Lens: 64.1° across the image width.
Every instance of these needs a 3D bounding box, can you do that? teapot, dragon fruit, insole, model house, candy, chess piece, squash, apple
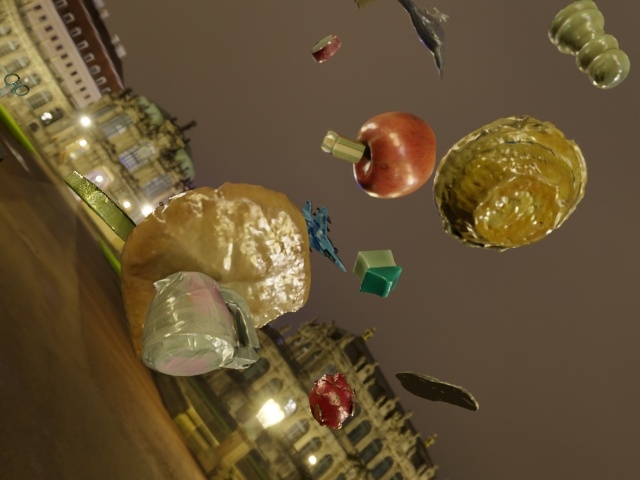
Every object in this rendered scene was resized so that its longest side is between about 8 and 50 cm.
[{"bbox_3d":[-0.220,0.147,0.968,0.163,0.221,0.178,113,-28,-51],"label":"teapot"},{"bbox_3d":[0.028,0.446,1.397,0.136,0.133,0.166,25,-65,13],"label":"dragon fruit"},{"bbox_3d":[0.231,0.304,1.050,0.081,0.011,0.248,54,-24,-11],"label":"insole"},{"bbox_3d":[0.190,0.114,1.660,0.149,0.127,0.101,-113,-154,-46],"label":"model house"},{"bbox_3d":[0.018,-0.623,1.655,0.043,0.103,0.103,45,-11,-31],"label":"candy"},{"bbox_3d":[0.715,-0.503,1.343,0.133,0.133,0.243,86,-10,-59],"label":"chess piece"},{"bbox_3d":[-0.458,-0.055,1.092,0.219,0.041,0.219,37,-19,16],"label":"squash"},{"bbox_3d":[0.320,-0.363,2.175,0.364,0.364,0.364,46,-19,21],"label":"apple"}]

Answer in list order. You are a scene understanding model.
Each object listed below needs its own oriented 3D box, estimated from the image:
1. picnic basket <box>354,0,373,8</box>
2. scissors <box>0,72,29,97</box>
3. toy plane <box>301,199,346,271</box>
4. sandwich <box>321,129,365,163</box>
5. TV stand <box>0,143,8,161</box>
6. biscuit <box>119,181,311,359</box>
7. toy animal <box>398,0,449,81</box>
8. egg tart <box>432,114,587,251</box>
[{"bbox_3d":[0.188,-0.920,1.843,0.079,0.164,0.115,57,20,-31],"label":"picnic basket"},{"bbox_3d":[-0.768,-0.359,1.234,0.014,0.119,0.058,-110,175,-47],"label":"scissors"},{"bbox_3d":[0.004,-0.001,1.566,0.246,0.169,0.078,47,24,10],"label":"toy plane"},{"bbox_3d":[0.098,-0.321,1.818,0.163,0.079,0.113,21,16,-24],"label":"sandwich"},{"bbox_3d":[-0.720,-0.158,1.062,0.256,0.040,0.049,-12,-72,40],"label":"TV stand"},{"bbox_3d":[-0.210,0.072,1.123,0.104,0.429,0.446,-119,-151,-45],"label":"biscuit"},{"bbox_3d":[0.382,-0.765,1.810,0.081,0.206,0.367,-14,-60,46],"label":"toy animal"},{"bbox_3d":[0.473,-0.115,1.263,0.169,0.387,0.388,-87,157,-54],"label":"egg tart"}]
